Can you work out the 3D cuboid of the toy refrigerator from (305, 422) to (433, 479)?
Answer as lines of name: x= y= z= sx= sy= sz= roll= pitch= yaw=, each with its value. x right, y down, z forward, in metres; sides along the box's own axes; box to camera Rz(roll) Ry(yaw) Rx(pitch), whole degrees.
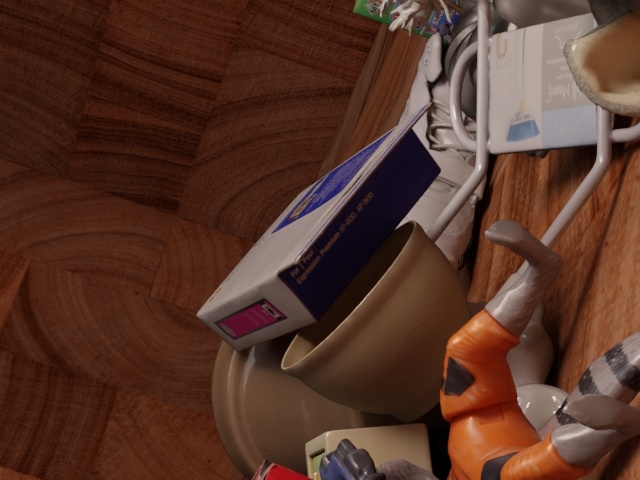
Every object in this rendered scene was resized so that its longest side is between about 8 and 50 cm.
toy refrigerator: x=0.046 y=0.290 z=1.128 sx=0.102 sy=0.094 sz=0.269 roll=129 pitch=137 yaw=-73

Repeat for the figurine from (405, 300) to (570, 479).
figurine: x=0.144 y=0.173 z=1.159 sx=0.209 sy=0.092 sz=0.214 roll=-107 pitch=36 yaw=-66

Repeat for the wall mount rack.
wall mount rack: x=0.158 y=-0.091 z=1.243 sx=0.350 sy=0.131 sz=0.304 roll=-179 pitch=90 yaw=-66

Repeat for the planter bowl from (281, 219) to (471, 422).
planter bowl: x=0.062 y=0.078 z=1.137 sx=0.162 sy=0.109 sz=0.162 roll=-48 pitch=7 yaw=7

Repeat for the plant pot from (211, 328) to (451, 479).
plant pot: x=0.051 y=0.151 z=1.399 sx=0.229 sy=0.263 sz=0.263 roll=-7 pitch=63 yaw=65

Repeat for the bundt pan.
bundt pan: x=0.226 y=-0.260 z=1.475 sx=0.331 sy=0.124 sz=0.330 roll=-162 pitch=90 yaw=-83

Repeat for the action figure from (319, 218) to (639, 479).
action figure: x=0.144 y=0.205 z=0.949 sx=0.341 sy=0.179 sz=0.330 roll=57 pitch=141 yaw=45

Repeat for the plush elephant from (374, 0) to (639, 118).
plush elephant: x=0.222 y=-0.234 z=0.986 sx=0.271 sy=0.255 sz=0.330 roll=-91 pitch=26 yaw=-44

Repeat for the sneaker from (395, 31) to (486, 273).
sneaker: x=0.147 y=-0.119 z=1.666 sx=0.366 sy=0.137 sz=0.210 roll=-75 pitch=3 yaw=-56

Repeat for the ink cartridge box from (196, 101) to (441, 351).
ink cartridge box: x=0.000 y=0.000 z=1.235 sx=0.175 sy=0.069 sz=0.371 roll=-50 pitch=4 yaw=-18

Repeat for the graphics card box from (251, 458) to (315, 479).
graphics card box: x=-0.075 y=0.359 z=0.997 sx=0.232 sy=0.094 sz=0.371 roll=-66 pitch=-3 yaw=-47

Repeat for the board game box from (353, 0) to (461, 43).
board game box: x=0.187 y=-0.357 z=1.680 sx=0.317 sy=0.214 sz=0.046 roll=118 pitch=169 yaw=-54
